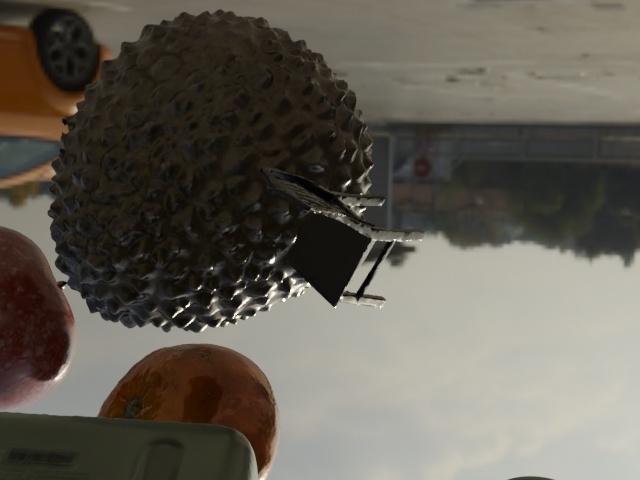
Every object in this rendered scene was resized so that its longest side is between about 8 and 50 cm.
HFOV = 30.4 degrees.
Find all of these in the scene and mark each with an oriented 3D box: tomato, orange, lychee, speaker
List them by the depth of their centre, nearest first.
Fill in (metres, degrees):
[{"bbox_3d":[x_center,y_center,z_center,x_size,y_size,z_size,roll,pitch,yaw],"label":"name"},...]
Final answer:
[{"bbox_3d":[-0.258,0.276,1.100,0.406,0.183,0.184,2,-146,4],"label":"speaker"},{"bbox_3d":[-0.128,-0.074,1.422,0.380,0.380,0.432,6,-137,50],"label":"lychee"},{"bbox_3d":[-0.481,0.113,1.667,0.227,0.270,0.270,-22,-163,-35],"label":"tomato"},{"bbox_3d":[-0.190,0.282,1.674,0.284,0.284,0.226,6,149,52],"label":"orange"}]

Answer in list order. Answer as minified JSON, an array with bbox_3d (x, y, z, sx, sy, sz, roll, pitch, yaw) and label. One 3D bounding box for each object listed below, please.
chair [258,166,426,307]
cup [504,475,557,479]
[{"bbox_3d":[0.000,0.000,1.166,0.084,0.101,0.212,41,-160,34],"label":"chair"},{"bbox_3d":[0.143,0.376,1.097,0.205,0.205,0.312,-1,147,-31],"label":"cup"}]
